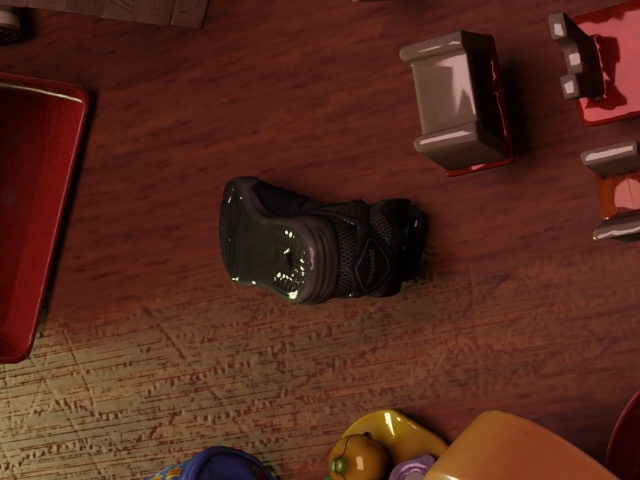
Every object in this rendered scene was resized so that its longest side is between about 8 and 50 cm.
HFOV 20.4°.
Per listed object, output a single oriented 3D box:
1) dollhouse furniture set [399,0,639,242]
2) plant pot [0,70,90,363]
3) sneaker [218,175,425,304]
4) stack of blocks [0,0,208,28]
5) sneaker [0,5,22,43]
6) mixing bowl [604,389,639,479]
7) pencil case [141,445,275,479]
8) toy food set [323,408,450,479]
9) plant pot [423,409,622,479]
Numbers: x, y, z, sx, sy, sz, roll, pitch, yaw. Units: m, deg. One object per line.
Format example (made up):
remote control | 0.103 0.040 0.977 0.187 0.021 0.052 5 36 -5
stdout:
dollhouse furniture set | 0.200 -0.124 1.274 0.259 0.135 0.262 -12 82 24
plant pot | -0.409 -0.054 1.626 0.235 0.267 0.267 23 102 47
sneaker | 0.000 0.000 1.427 0.227 0.130 0.087 21 107 63
stack of blocks | -0.245 -0.248 1.472 0.171 0.297 0.087 22 104 35
sneaker | -0.356 -0.230 1.702 0.192 0.064 0.086 -3 79 36
mixing bowl | 0.292 0.166 1.190 0.181 0.098 0.181 -2 87 36
pencil case | -0.169 0.282 1.507 0.306 0.119 0.133 -30 42 32
toy food set | 0.052 0.240 1.380 0.128 0.071 0.218 -21 76 34
plant pot | 0.135 0.284 1.147 0.203 0.291 0.291 -42 58 -15
